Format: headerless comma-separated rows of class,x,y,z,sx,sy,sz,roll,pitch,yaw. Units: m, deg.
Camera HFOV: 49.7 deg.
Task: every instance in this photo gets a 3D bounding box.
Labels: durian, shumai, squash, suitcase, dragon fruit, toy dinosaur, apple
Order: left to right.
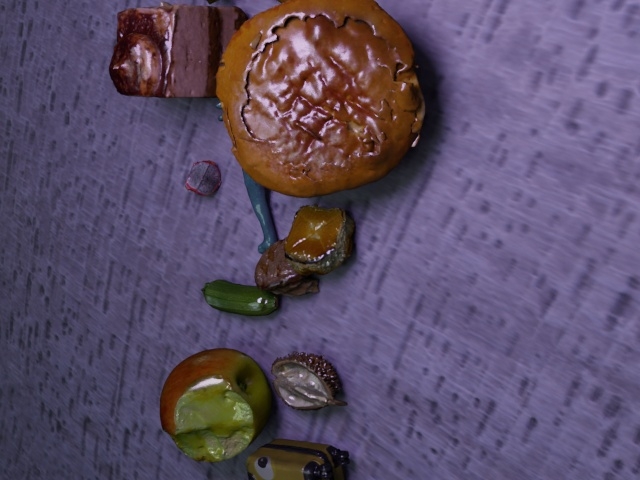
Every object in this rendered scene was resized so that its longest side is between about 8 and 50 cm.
dragon fruit,-0.268,-0.142,1.592,0.056,0.060,0.083,15,81,39
apple,-0.230,0.365,1.551,0.226,0.246,0.246,-24,85,28
squash,-0.189,0.132,1.580,0.219,0.077,0.068,9,145,36
shumai,-0.074,0.065,1.479,0.105,0.139,0.123,85,165,-46
toy dinosaur,-0.062,-0.171,1.428,0.383,0.129,0.331,-27,94,35
suitcase,-0.039,0.541,1.510,0.234,0.143,0.194,-3,98,35
durian,-0.016,0.299,1.480,0.188,0.091,0.149,26,126,25

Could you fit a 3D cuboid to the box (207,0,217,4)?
box,-0.223,-0.599,1.439,0.121,0.030,0.193,-28,80,-7

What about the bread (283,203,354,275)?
bread,0.000,0.000,1.387,0.127,0.069,0.140,2,64,30

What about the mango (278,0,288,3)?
mango,-0.039,-0.509,1.333,0.227,0.099,0.136,24,120,39

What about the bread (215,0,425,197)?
bread,0.004,-0.261,1.235,0.357,0.204,0.337,-11,108,14

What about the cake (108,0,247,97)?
cake,-0.306,-0.389,1.423,0.196,0.293,0.199,15,108,38
